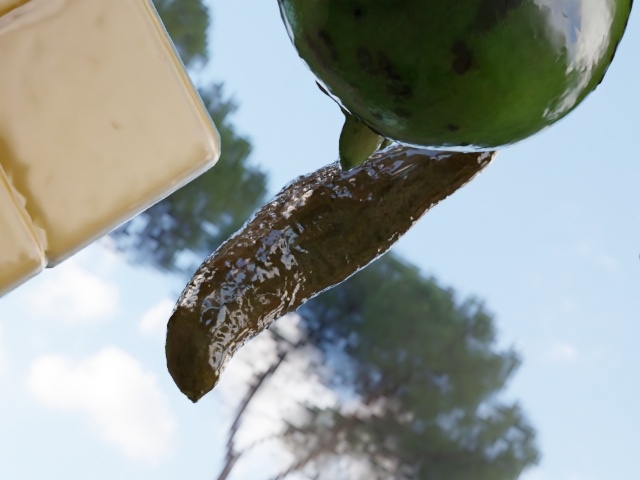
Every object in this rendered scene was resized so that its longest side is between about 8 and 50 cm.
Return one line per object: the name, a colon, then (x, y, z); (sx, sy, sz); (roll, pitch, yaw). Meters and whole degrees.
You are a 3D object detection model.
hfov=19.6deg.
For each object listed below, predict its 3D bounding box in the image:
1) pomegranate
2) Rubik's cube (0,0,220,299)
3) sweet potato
pomegranate: (0.061, -0.136, 1.052); (0.211, 0.211, 0.263); (36, -44, -6)
Rubik's cube: (-0.273, -0.083, 0.764); (0.290, 0.291, 0.291); (-4, -63, 58)
sweet potato: (-0.003, 0.000, 1.550); (0.114, 0.341, 0.092); (37, -21, 48)
